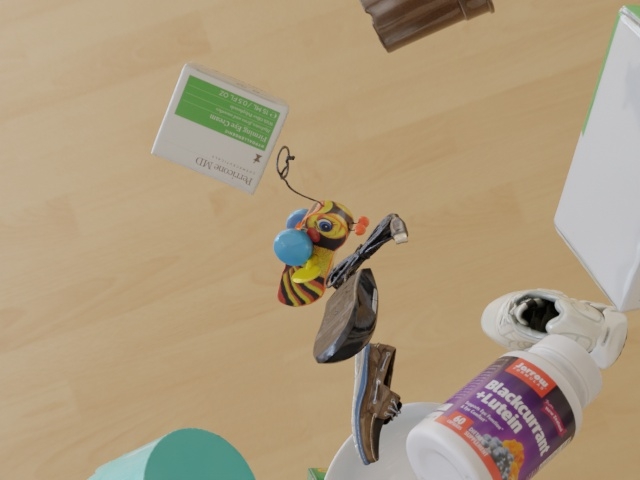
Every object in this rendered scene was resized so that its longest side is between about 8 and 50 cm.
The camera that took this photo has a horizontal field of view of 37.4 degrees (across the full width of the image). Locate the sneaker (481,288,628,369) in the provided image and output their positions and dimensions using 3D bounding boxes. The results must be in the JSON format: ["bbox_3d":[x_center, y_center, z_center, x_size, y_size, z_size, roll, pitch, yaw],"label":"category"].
[{"bbox_3d":[0.310,0.111,1.372,0.118,0.292,0.110,20,81,-20],"label":"sneaker"}]

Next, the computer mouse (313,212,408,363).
[{"bbox_3d":[0.073,0.071,1.350,0.060,0.262,0.184,37,115,-13],"label":"computer mouse"}]

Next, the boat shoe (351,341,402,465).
[{"bbox_3d":[0.084,0.237,1.392,0.066,0.066,0.183,-4,70,15],"label":"boat shoe"}]

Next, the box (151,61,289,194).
[{"bbox_3d":[-0.091,-0.105,0.864,0.101,0.102,0.087,22,100,-8],"label":"box"}]

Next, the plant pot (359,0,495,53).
[{"bbox_3d":[0.140,-0.363,1.364,0.165,0.167,0.167,-27,88,11],"label":"plant pot"}]

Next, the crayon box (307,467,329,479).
[{"bbox_3d":[0.058,0.552,1.708,0.165,0.081,0.279,1,95,-11],"label":"crayon box"}]

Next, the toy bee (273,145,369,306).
[{"bbox_3d":[0.000,0.000,1.668,0.162,0.298,0.195,11,54,14],"label":"toy bee"}]

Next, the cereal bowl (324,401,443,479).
[{"bbox_3d":[0.170,0.426,1.434,0.338,0.141,0.339,-12,62,23],"label":"cereal bowl"}]

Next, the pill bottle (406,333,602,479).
[{"bbox_3d":[0.186,0.176,0.928,0.193,0.108,0.108,-33,88,-28],"label":"pill bottle"}]

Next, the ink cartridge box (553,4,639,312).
[{"bbox_3d":[0.360,-0.074,0.749,0.289,0.122,0.211,-8,131,-15],"label":"ink cartridge box"}]

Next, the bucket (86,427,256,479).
[{"bbox_3d":[-0.243,0.456,1.567,0.183,0.281,0.281,-36,88,36],"label":"bucket"}]
